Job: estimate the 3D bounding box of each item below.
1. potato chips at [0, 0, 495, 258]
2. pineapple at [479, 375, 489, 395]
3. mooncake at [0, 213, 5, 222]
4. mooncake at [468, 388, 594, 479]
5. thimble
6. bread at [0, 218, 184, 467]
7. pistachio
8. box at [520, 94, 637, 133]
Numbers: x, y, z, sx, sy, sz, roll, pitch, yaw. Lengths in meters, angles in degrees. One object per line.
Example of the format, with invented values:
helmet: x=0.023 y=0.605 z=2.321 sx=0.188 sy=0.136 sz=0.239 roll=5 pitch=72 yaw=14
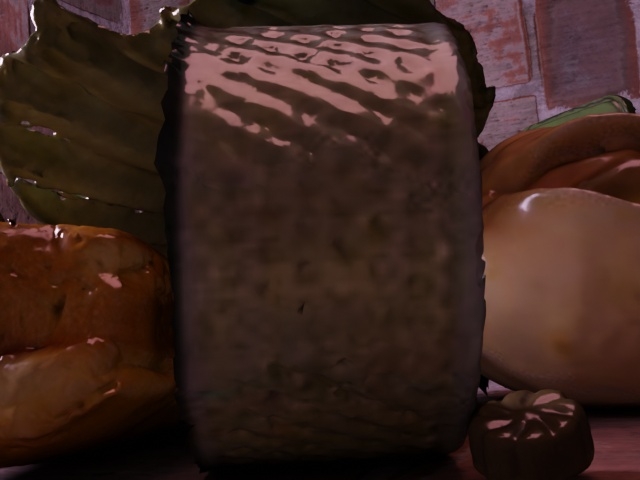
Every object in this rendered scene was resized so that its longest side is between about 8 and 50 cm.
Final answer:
potato chips: x=-0.044 y=-0.088 z=0.701 sx=0.373 sy=0.097 sz=0.389 roll=-23 pitch=-28 yaw=21
pineapple: x=0.056 y=0.091 z=0.721 sx=0.251 sy=0.125 sz=0.125 roll=3 pitch=-8 yaw=-24
mooncake: x=-0.397 y=0.082 z=0.755 sx=0.285 sy=0.155 sz=0.284 roll=-22 pitch=-6 yaw=-2
mooncake: x=0.212 y=0.013 z=0.457 sx=0.150 sy=0.057 sz=0.347 roll=4 pitch=39 yaw=39
thimble: x=0.000 y=0.000 z=0.504 sx=0.150 sy=0.270 sz=0.271 roll=-2 pitch=-5 yaw=-1
bread: x=-0.168 y=0.080 z=0.626 sx=0.195 sy=0.148 sz=0.344 roll=2 pitch=-8 yaw=6
pistachio: x=0.224 y=0.019 z=0.633 sx=0.321 sy=0.229 sz=0.238 roll=2 pitch=-34 yaw=31
box: x=0.366 y=0.004 z=1.100 sx=0.178 sy=0.328 sz=0.253 roll=11 pitch=-8 yaw=-21
